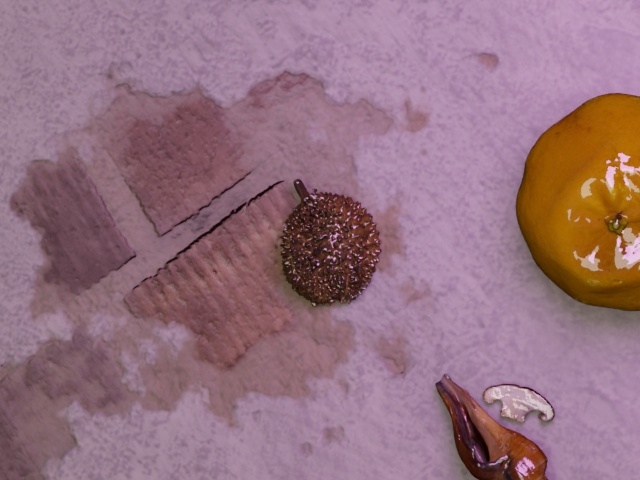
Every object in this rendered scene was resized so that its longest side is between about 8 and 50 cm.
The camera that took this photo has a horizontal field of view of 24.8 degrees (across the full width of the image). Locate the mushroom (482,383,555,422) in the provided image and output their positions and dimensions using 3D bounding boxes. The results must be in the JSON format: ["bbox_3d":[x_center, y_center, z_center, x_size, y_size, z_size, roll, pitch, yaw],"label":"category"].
[{"bbox_3d":[0.267,0.218,1.952,0.101,0.019,0.049,19,92,18],"label":"mushroom"}]

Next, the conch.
[{"bbox_3d":[0.229,0.282,1.934,0.232,0.086,0.080,33,139,27],"label":"conch"}]

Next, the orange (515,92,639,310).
[{"bbox_3d":[0.382,-0.046,1.819,0.279,0.235,0.279,2,94,21],"label":"orange"}]

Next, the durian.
[{"bbox_3d":[0.000,0.000,1.996,0.148,0.091,0.188,-24,80,13],"label":"durian"}]
